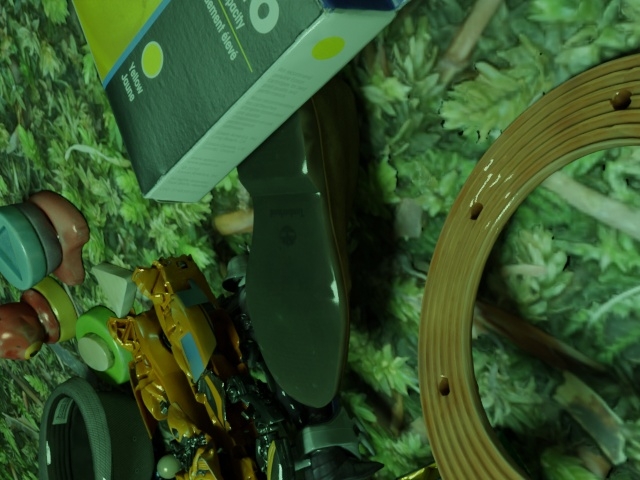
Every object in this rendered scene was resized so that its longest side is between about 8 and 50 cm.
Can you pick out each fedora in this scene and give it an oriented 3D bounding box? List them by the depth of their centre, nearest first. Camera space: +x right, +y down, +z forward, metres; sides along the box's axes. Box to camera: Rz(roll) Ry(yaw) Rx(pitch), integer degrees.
[{"bbox_3d":[-0.348,0.351,1.061,0.244,0.124,0.275,-19,75,45],"label":"fedora"}]

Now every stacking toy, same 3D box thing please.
[{"bbox_3d":[-0.415,0.102,1.022,0.280,0.130,0.308,33,130,25],"label":"stacking toy"}]

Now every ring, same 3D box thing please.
[{"bbox_3d":[0.172,0.049,0.414,0.337,0.032,0.336,-40,43,51],"label":"ring"}]

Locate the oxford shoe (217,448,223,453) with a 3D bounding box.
[{"bbox_3d":[-0.131,0.340,0.929,0.096,0.083,0.227,40,134,13],"label":"oxford shoe"}]

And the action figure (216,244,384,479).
[{"bbox_3d":[-0.035,0.129,0.723,0.284,0.099,0.185,64,145,17],"label":"action figure"}]

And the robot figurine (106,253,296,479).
[{"bbox_3d":[-0.132,0.173,0.707,0.211,0.085,0.290,-52,57,40],"label":"robot figurine"}]

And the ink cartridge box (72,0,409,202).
[{"bbox_3d":[-0.079,-0.232,0.495,0.307,0.072,0.303,-37,67,38],"label":"ink cartridge box"}]

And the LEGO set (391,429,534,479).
[{"bbox_3d":[0.128,0.343,0.571,0.192,0.255,0.331,-33,97,22],"label":"LEGO set"}]

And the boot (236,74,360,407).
[{"bbox_3d":[0.000,0.000,0.597,0.112,0.115,0.305,8,110,35],"label":"boot"}]

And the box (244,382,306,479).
[{"bbox_3d":[-0.043,0.293,0.738,0.324,0.067,0.063,52,142,47],"label":"box"}]

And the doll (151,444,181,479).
[{"bbox_3d":[-0.287,0.395,1.121,0.189,0.046,0.129,-35,78,40],"label":"doll"}]
